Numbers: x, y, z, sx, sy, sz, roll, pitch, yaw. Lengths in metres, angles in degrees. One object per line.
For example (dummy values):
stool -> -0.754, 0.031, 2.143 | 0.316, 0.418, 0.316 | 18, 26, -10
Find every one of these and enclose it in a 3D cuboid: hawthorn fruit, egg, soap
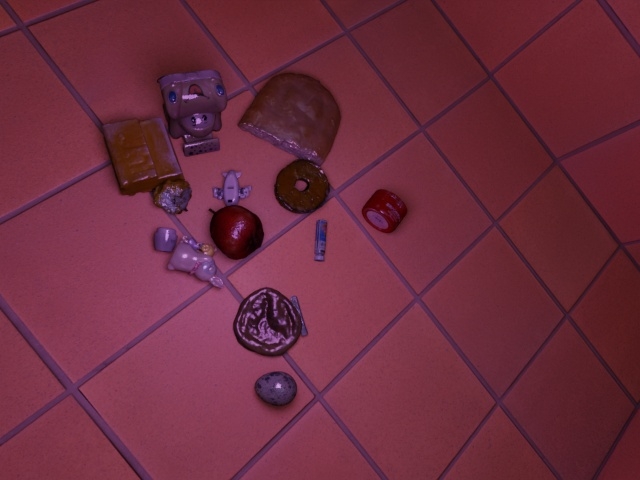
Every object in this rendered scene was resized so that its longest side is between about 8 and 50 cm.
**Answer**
hawthorn fruit -> -0.363, -0.059, 1.668 | 0.266, 0.230, 0.210 | 44, 104, 18
egg -> -0.180, 0.594, 1.613 | 0.173, 0.132, 0.132 | 12, 74, -3
soap -> -0.729, -0.350, 1.654 | 0.260, 0.143, 0.280 | -20, 79, -23

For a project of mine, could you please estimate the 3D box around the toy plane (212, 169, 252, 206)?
toy plane -> -0.389, -0.228, 1.761 | 0.174, 0.080, 0.173 | 0, 78, 0

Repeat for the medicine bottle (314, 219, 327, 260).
medicine bottle -> 0.000, 0.000, 1.851 | 0.051, 0.051, 0.190 | 8, 76, -16

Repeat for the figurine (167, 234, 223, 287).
figurine -> -0.483, 0.093, 1.640 | 0.236, 0.127, 0.155 | 28, 61, -16

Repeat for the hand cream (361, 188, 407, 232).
hand cream -> 0.303, -0.137, 1.906 | 0.193, 0.193, 0.125 | 40, 71, -6

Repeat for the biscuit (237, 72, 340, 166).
biscuit -> -0.100, -0.602, 1.927 | 0.430, 0.104, 0.445 | 31, 71, -9

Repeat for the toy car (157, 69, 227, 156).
toy car -> -0.514, -0.518, 1.650 | 0.242, 0.336, 0.226 | -16, 85, -21

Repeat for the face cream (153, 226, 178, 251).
face cream -> -0.629, -0.002, 1.626 | 0.091, 0.091, 0.094 | 7, 83, -16

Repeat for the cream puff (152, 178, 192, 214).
cream puff -> -0.612, -0.191, 1.652 | 0.156, 0.156, 0.121 | 17, 38, -14

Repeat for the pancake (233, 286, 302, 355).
pancake -> -0.222, 0.351, 1.693 | 0.295, 0.049, 0.293 | 2, 79, -12

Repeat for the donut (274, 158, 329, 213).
donut -> -0.094, -0.240, 1.852 | 0.273, 0.107, 0.271 | 5, 76, -22

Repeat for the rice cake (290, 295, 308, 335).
rice cake -> -0.094, 0.329, 1.755 | 0.031, 0.042, 0.179 | -18, 83, 6
